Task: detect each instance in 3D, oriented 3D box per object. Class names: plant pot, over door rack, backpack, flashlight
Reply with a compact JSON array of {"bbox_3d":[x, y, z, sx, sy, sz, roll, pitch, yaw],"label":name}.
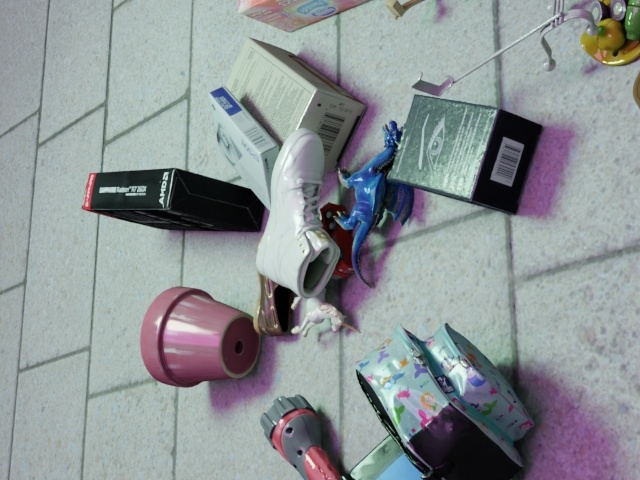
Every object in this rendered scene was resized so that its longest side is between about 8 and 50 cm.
[{"bbox_3d":[-0.225,0.197,2.149,0.180,0.201,0.201,3,81,35],"label":"plant pot"},{"bbox_3d":[0.302,-0.372,1.700,0.324,0.108,0.239,-17,55,45],"label":"over door rack"},{"bbox_3d":[0.175,0.237,1.605,0.191,0.225,0.253,-47,40,0],"label":"backpack"},{"bbox_3d":[0.006,0.389,1.862,0.103,0.103,0.304,-48,43,1],"label":"flashlight"}]

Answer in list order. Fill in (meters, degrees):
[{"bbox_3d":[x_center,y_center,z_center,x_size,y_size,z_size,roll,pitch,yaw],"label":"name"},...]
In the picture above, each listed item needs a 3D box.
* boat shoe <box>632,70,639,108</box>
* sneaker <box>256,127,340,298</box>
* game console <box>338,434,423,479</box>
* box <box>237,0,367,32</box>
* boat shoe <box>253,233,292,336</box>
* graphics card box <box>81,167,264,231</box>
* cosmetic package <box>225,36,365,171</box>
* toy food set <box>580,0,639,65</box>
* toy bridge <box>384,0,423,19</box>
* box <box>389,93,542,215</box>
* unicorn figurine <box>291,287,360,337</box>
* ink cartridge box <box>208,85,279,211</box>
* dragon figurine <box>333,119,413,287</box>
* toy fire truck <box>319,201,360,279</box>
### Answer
[{"bbox_3d":[0.540,-0.262,1.434,0.285,0.089,0.104,-42,75,39],"label":"boat shoe"},{"bbox_3d":[-0.015,-0.043,1.949,0.169,0.108,0.292,31,115,49],"label":"sneaker"},{"bbox_3d":[0.101,0.416,1.616,0.293,0.250,0.173,48,123,42],"label":"game console"},{"bbox_3d":[-0.018,-0.534,2.148,0.300,0.142,0.154,-10,71,50],"label":"box"},{"bbox_3d":[-0.080,0.082,2.091,0.073,0.073,0.207,-5,82,48],"label":"boat shoe"},{"bbox_3d":[-0.316,-0.082,2.301,0.371,0.233,0.094,3,81,52],"label":"graphics card box"},{"bbox_3d":[-0.059,-0.269,2.127,0.296,0.129,0.153,45,116,47],"label":"cosmetic package"},{"bbox_3d":[0.442,-0.369,1.585,0.128,0.071,0.218,30,102,51],"label":"toy food set"},{"bbox_3d":[0.187,-0.467,1.930,0.188,0.063,0.026,-54,40,-6],"label":"toy bridge"},{"bbox_3d":[0.229,-0.141,1.746,0.207,0.108,0.153,22,96,52],"label":"box"},{"bbox_3d":[-0.006,0.129,1.988,0.111,0.060,0.162,-46,47,33],"label":"unicorn figurine"},{"bbox_3d":[-0.138,-0.157,2.128,0.223,0.045,0.224,49,159,39],"label":"ink cartridge box"},{"bbox_3d":[0.102,-0.070,1.898,0.144,0.085,0.289,-12,68,49],"label":"dragon figurine"},{"bbox_3d":[0.000,0.000,2.033,0.135,0.047,0.192,-39,52,38],"label":"toy fire truck"}]
